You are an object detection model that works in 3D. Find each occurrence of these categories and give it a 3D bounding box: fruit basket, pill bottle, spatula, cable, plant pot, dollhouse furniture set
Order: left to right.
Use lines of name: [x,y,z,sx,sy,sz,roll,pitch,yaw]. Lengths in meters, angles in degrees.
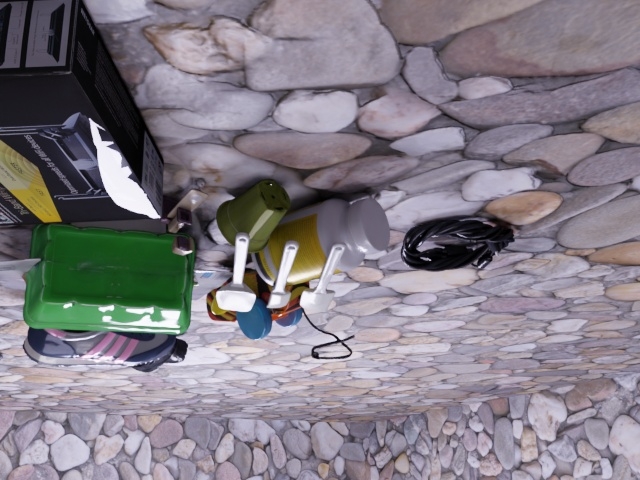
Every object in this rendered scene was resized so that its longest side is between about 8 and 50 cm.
fruit basket: [-0.326,0.055,1.096,0.327,0.166,0.353,5,174,-17]
dollhouse furniture set: [-0.201,-0.048,0.895,0.114,0.091,0.081,19,136,-38]
plant pot: [-0.081,-0.038,0.932,0.083,0.083,0.079,14,143,-36]
spatula: [-0.056,0.053,0.964,0.168,0.019,0.242,6,154,-6]
pill bottle: [0.000,0.000,0.990,0.184,0.103,0.103,-16,156,33]
cable: [0.215,0.010,1.119,0.184,0.047,0.150,10,156,-27]

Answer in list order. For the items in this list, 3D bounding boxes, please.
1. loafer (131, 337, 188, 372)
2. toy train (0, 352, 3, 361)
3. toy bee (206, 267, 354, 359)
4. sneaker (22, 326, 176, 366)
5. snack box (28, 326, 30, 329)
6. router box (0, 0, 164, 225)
loafer: [-0.411,0.273,1.735,0.078,0.076,0.223,31,145,-33]
toy train: [-0.835,0.275,1.682,0.105,0.080,0.184,-10,159,3]
toy bee: [-0.072,0.078,1.179,0.298,0.162,0.195,4,-166,20]
sneaker: [-0.426,0.181,1.445,0.319,0.112,0.131,1,131,-41]
snack box: [-0.550,0.197,1.553,0.141,0.037,0.100,-9,159,17]
router box: [-0.310,-0.107,0.702,0.242,0.081,0.309,-2,160,0]
